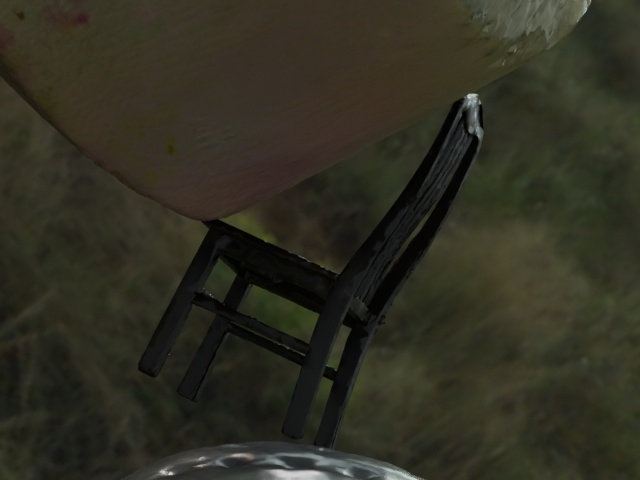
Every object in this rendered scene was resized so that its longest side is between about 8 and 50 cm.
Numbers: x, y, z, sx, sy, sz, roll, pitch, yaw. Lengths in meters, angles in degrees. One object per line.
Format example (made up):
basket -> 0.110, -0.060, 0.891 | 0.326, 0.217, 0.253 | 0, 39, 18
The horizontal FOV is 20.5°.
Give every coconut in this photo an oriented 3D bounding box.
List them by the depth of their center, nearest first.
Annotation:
coconut -> -0.048, -0.169, 0.857 | 0.297, 0.309, 0.297 | 36, 44, -44

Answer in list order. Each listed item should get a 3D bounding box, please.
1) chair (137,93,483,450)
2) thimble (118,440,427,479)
chair -> 0.000, 0.000, 0.953 | 0.101, 0.212, 0.084 | 22, -10, 17
thimble -> -0.026, 0.200, 0.757 | 0.245, 0.217, 0.157 | 20, 7, 1
